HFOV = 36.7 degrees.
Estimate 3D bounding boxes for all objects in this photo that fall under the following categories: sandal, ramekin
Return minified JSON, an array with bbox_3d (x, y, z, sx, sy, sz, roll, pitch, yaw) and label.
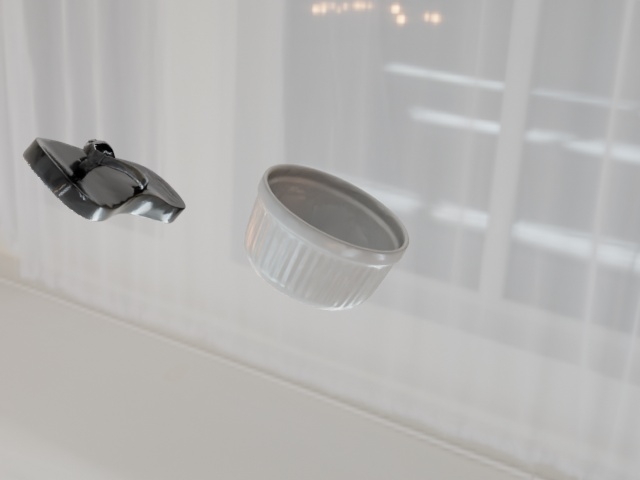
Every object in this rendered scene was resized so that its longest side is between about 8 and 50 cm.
[{"bbox_3d":[-0.206,-0.069,0.956,0.097,0.054,0.254,45,-169,11],"label":"sandal"},{"bbox_3d":[0.000,0.000,1.248,0.207,0.109,0.207,22,-156,-10],"label":"ramekin"}]
